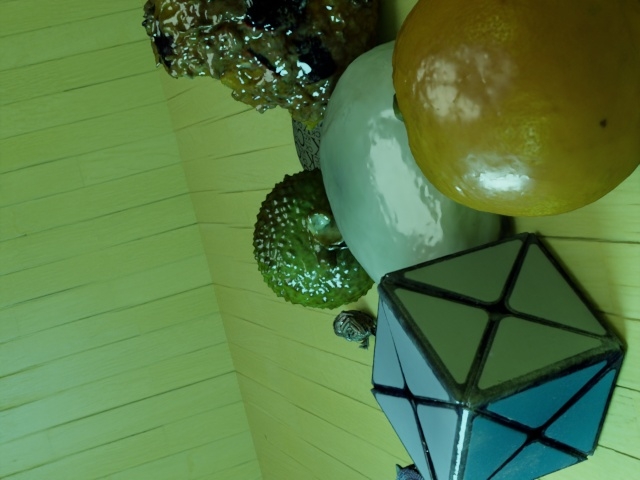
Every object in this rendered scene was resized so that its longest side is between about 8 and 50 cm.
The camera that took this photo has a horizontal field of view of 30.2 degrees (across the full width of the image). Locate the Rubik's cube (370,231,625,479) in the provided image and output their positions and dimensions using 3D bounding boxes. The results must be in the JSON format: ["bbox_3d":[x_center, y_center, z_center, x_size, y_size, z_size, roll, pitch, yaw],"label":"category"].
[{"bbox_3d":[0.233,0.182,1.645,0.259,0.260,0.255,88,159,-44],"label":"Rubik's cube"}]

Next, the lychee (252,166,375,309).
[{"bbox_3d":[0.000,0.000,2.218,0.320,0.270,0.270,-60,-38,-68],"label":"lychee"}]

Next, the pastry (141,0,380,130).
[{"bbox_3d":[-0.078,-0.381,1.974,0.292,0.405,0.337,-97,30,-70],"label":"pastry"}]

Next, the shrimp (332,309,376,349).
[{"bbox_3d":[0.076,0.182,2.445,0.190,0.075,0.073,12,84,60],"label":"shrimp"}]

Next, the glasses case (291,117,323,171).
[{"bbox_3d":[-0.004,-0.266,2.267,0.137,0.085,0.354,-129,30,-47],"label":"glasses case"}]

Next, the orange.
[{"bbox_3d":[0.223,-0.176,1.303,0.312,0.312,0.312,164,90,-73],"label":"orange"}]

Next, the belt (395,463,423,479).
[{"bbox_3d":[0.241,0.544,2.167,0.260,0.122,0.324,30,136,56],"label":"belt"}]

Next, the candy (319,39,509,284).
[{"bbox_3d":[0.131,-0.079,1.852,0.427,0.186,0.386,65,154,16],"label":"candy"}]
